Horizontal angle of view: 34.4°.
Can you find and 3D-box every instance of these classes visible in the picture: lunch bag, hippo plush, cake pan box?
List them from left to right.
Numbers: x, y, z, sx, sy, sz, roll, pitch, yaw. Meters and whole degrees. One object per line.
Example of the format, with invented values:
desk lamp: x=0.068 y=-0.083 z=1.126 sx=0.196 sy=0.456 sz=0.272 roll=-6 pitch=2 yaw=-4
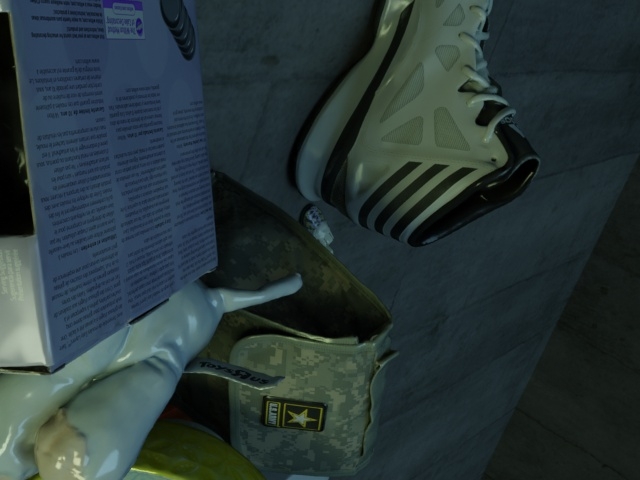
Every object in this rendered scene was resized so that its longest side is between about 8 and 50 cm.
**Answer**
hippo plush: x=-0.195 y=0.046 z=0.804 sx=0.236 sy=0.294 sz=0.234 roll=74 pitch=19 yaw=-44
cake pan box: x=-0.139 y=-0.073 z=0.605 sx=0.267 sy=0.070 sz=0.245 roll=-41 pitch=126 yaw=-72
lunch bag: x=-0.056 y=0.109 z=1.083 sx=0.169 sy=0.287 sz=0.235 roll=-39 pitch=149 yaw=-35

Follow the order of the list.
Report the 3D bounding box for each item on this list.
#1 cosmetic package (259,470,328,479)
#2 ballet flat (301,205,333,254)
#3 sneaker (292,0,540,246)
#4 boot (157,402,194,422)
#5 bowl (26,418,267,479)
cosmetic package: x=-0.107 y=0.365 z=1.442 sx=0.224 sy=0.138 sz=0.224 roll=-31 pitch=142 yaw=-44
ballet flat: x=0.000 y=0.000 z=1.346 sx=0.041 sy=0.041 sz=0.114 roll=-43 pitch=150 yaw=-28
sneaker: x=0.180 y=-0.193 z=1.201 sx=0.447 sy=0.257 sz=0.169 roll=-61 pitch=154 yaw=5
boot: x=-0.191 y=0.229 z=1.209 sx=0.158 sy=0.085 sz=0.059 roll=-37 pitch=149 yaw=-34
bowl: x=-0.156 y=0.274 z=1.035 sx=0.156 sy=0.289 sz=0.289 roll=-77 pitch=180 yaw=-56
